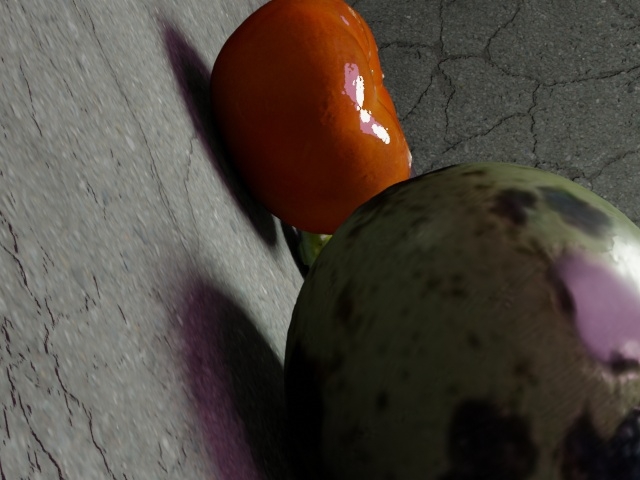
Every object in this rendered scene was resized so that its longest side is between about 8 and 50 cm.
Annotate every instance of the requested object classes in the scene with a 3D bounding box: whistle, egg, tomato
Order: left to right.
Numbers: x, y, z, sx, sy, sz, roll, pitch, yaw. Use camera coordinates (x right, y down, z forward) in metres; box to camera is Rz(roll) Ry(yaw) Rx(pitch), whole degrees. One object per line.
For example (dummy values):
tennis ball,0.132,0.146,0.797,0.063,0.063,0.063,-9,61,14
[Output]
tomato,-0.010,-0.126,1.549,0.260,0.180,0.260,-24,90,-79
whistle,0.000,0.000,1.734,0.198,0.057,0.104,-106,-178,-83
egg,0.148,0.141,1.244,0.345,0.345,0.428,-98,175,-63
